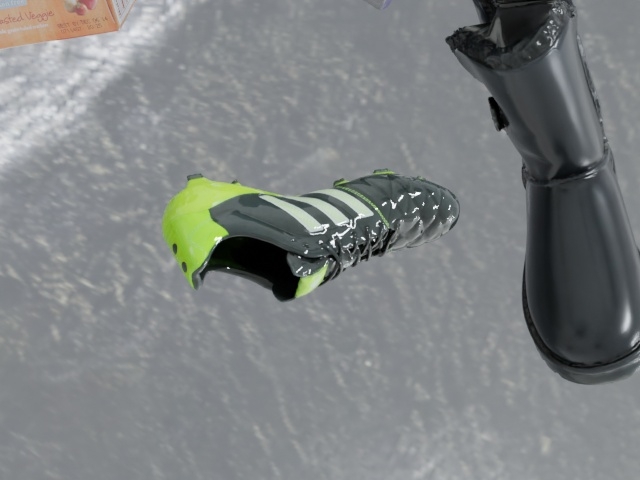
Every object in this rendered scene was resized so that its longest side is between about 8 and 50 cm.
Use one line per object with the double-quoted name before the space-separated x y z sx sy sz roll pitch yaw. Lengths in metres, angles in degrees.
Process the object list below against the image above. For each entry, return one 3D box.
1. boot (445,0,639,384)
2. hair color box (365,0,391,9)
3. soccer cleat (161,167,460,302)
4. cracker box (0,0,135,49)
"boot" 0.156 -0.051 0.994 0.246 0.094 0.207 -88 156 -44
"hair color box" 0.053 -0.340 0.921 0.185 0.110 0.339 31 93 -2
"soccer cleat" 0.000 0.000 0.816 0.179 0.072 0.060 -2 139 -21
"cracker box" -0.212 -0.227 1.146 0.232 0.155 0.067 -77 157 -57
